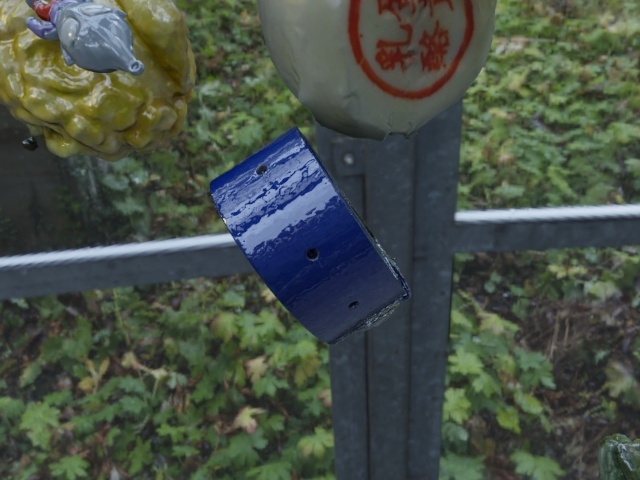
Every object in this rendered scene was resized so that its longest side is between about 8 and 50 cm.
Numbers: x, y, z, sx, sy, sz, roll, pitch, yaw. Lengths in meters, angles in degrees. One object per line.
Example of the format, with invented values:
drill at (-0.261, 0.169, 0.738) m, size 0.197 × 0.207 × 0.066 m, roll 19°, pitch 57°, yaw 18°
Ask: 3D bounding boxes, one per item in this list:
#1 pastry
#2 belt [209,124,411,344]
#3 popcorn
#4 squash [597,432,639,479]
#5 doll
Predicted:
pastry at (0.063, -0.232, 0.767) m, size 0.265 × 0.264 × 0.133 m, roll -27°, pitch 28°, yaw -28°
belt at (0.000, 0.000, 0.857) m, size 0.117 × 0.347 × 0.212 m, roll -34°, pitch 74°, yaw 3°
popcorn at (-0.347, -0.305, 1.214) m, size 0.349 × 0.381 × 0.349 m, roll 26°, pitch 25°, yaw -13°
squash at (0.177, 0.147, 0.393) m, size 0.105 × 0.132 × 0.105 m, roll -6°, pitch 35°, yaw 4°
doll at (-0.303, -0.273, 0.998) m, size 0.102 × 0.075 × 0.227 m, roll -45°, pitch 63°, yaw -7°
